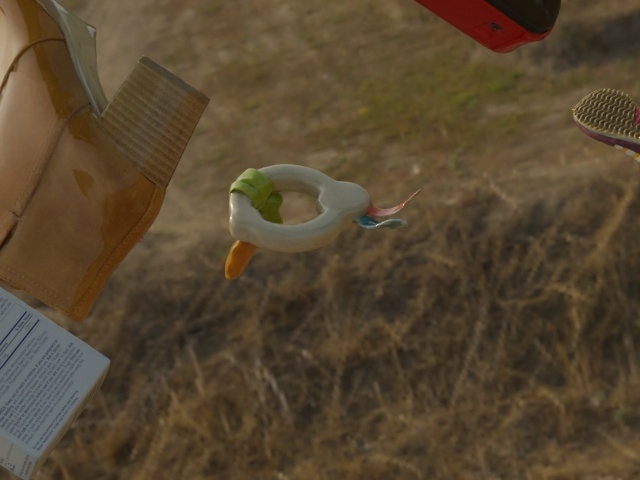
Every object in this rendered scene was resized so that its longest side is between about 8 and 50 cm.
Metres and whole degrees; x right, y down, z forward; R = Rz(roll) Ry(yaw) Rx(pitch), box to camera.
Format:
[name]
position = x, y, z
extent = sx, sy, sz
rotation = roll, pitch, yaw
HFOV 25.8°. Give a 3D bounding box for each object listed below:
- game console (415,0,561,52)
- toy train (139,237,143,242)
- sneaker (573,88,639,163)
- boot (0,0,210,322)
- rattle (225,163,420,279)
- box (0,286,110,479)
[game console]
position = 0.107, -0.380, 1.260
extent = 0.060, 0.342, 0.387
rotation = -8, -21, 39
[toy train]
position = -0.292, -0.034, 2.020
extent = 0.125, 0.046, 0.166
rotation = -40, -31, 27
[sneaker]
position = 0.374, -0.116, 1.638
extent = 0.069, 0.084, 0.185
rotation = -43, 41, -14
[boot]
position = -0.238, -0.083, 1.078
extent = 0.295, 0.104, 0.211
rotation = 34, 90, 29
[rattle]
position = 0.000, 0.000, 1.498
extent = 0.200, 0.142, 0.130
rotation = 2, 25, -5
[box]
position = -0.297, 0.138, 1.349
extent = 0.126, 0.137, 0.072
rotation = -56, -1, -34
